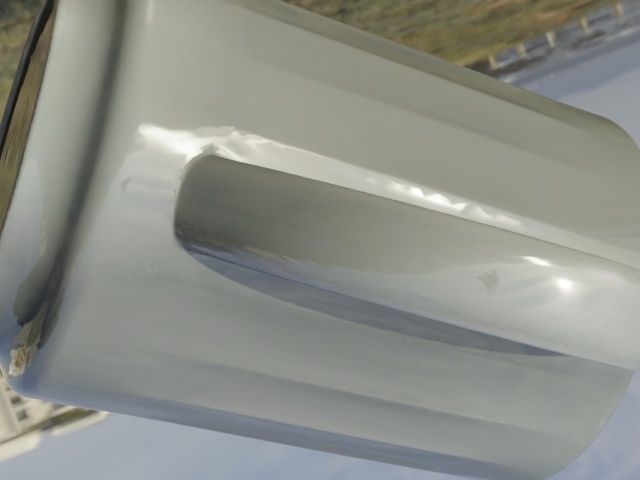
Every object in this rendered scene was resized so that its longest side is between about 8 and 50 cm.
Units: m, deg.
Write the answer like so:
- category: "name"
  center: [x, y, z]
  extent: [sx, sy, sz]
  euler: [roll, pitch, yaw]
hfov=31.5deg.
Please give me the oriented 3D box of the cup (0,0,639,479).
- category: "cup"
  center: [0.000, 0.000, 0.594]
  extent: [0.326, 0.237, 0.323]
  euler: [16, 180, -21]
